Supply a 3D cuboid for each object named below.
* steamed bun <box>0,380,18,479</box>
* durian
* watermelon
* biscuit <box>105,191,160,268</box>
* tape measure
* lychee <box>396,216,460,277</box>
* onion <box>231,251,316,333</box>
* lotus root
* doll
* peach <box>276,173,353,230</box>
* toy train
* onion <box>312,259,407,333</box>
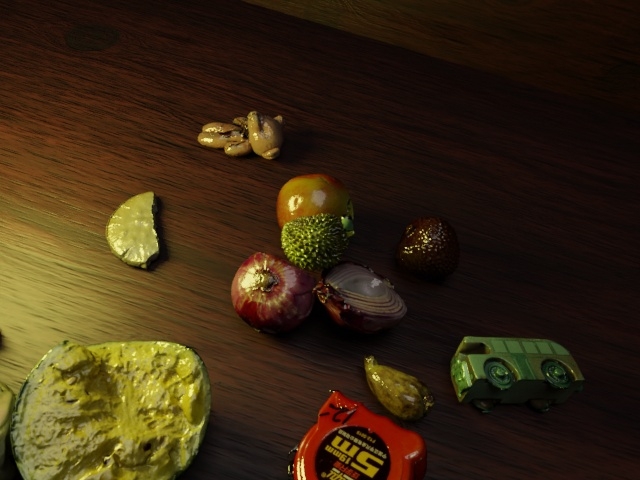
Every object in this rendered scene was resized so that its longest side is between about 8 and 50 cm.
[{"bbox_3d":[-0.618,0.354,0.762,0.280,0.268,0.207,50,28,21],"label":"steamed bun"},{"bbox_3d":[-0.013,0.005,1.113,0.159,0.146,0.198,-2,-1,31],"label":"durian"},{"bbox_3d":[-0.386,0.341,0.841,0.331,0.189,0.330,12,59,-20],"label":"watermelon"},{"bbox_3d":[-0.530,-0.035,1.238,0.141,0.038,0.289,-6,51,-17],"label":"biscuit"},{"bbox_3d":[0.064,0.447,0.857,0.253,0.114,0.260,16,42,33],"label":"tape measure"},{"bbox_3d":[0.319,0.020,1.288,0.194,0.194,0.194,6,48,-7],"label":"lychee"},{"bbox_3d":[-0.124,0.138,1.092,0.207,0.200,0.200,34,48,-6],"label":"onion"},{"bbox_3d":[0.173,0.346,1.032,0.191,0.094,0.108,29,16,26],"label":"lotus root"},{"bbox_3d":[-0.276,-0.387,1.533,0.303,0.156,0.201,5,55,-3],"label":"doll"},{"bbox_3d":[-0.017,-0.091,1.286,0.231,0.231,0.231,6,48,-7],"label":"peach"},{"bbox_3d":[0.484,0.328,1.090,0.326,0.129,0.159,3,43,-9],"label":"toy train"},{"bbox_3d":[0.073,0.155,1.120,0.284,0.120,0.227,7,30,-42],"label":"onion"}]
